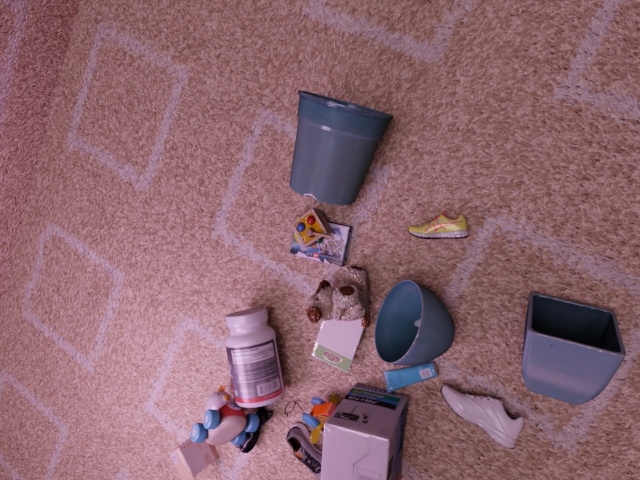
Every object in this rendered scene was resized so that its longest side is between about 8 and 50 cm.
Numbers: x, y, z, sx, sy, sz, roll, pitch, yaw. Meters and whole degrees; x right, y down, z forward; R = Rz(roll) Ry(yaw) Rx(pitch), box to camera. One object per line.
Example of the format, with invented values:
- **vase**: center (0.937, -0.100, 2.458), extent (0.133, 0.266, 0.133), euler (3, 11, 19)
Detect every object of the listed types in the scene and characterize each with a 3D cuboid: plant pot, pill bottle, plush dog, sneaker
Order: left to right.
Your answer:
- **pill bottle**: center (-0.273, 0.471, 1.831), extent (0.210, 0.210, 0.363), euler (-9, 90, 23)
- **sneaker**: center (-0.049, 0.885, 1.826), extent (0.100, 0.108, 0.271), euler (-44, 79, 18)
- **plant pot**: center (0.046, -0.320, 1.584), extent (0.341, 0.341, 0.334), euler (22, 110, 20)
- **plush dog**: center (0.060, 0.232, 1.661), extent (0.225, 0.262, 0.211), euler (-6, 110, 19)
- **plant pot**: center (0.344, 0.303, 1.548), extent (0.195, 0.290, 0.290), euler (20, 105, -18)
- **sneaker**: center (0.413, -0.052, 1.576), extent (0.208, 0.081, 0.094), euler (-1, 87, 16)
- **sneaker**: center (0.560, 0.588, 1.561), extent (0.297, 0.111, 0.129), euler (31, 90, 14)
- **plant pot**: center (0.747, 0.349, 1.383), extent (0.247, 0.247, 0.252), euler (13, 117, 21)

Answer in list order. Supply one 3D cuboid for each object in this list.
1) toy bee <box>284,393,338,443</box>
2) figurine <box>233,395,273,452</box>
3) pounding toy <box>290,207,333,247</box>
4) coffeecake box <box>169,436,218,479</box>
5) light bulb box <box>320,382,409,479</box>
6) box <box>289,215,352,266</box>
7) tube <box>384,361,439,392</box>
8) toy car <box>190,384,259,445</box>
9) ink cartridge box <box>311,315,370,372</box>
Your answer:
- **toy bee**: center (0.007, 0.699, 1.778), extent (0.162, 0.298, 0.195), euler (46, 74, -15)
- **figurine**: center (-0.334, 0.771, 1.956), extent (0.215, 0.092, 0.209), euler (35, 99, 18)
- **pounding toy**: center (-0.023, -0.040, 1.692), extent (0.130, 0.100, 0.141), euler (-34, 80, 21)
- **coffeecake box**: center (-0.564, 0.961, 2.006), extent (0.068, 0.185, 0.142), euler (-35, 81, 21)
- **light bulb box**: center (0.162, 0.757, 1.588), extent (0.225, 0.361, 0.358), euler (7, 97, 21)
- **box**: center (0.000, 0.000, 1.766), extent (0.233, 0.044, 0.159), euler (14, 99, 21)
- **tube**: center (0.334, 0.503, 1.664), extent (0.207, 0.052, 0.080), euler (-23, 52, 24)
- **toy car**: center (-0.405, 0.700, 1.861), extent (0.210, 0.219, 0.238), euler (-50, 39, 27)
- **ink cartridge box**: center (0.078, 0.375, 1.758), extent (0.171, 0.056, 0.235), euler (21, 104, 20)
